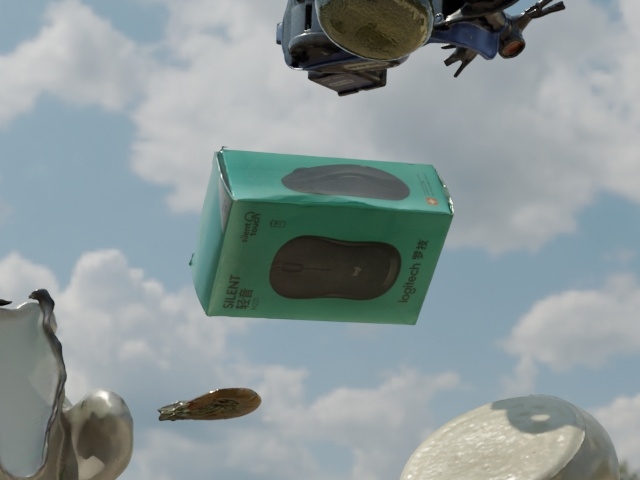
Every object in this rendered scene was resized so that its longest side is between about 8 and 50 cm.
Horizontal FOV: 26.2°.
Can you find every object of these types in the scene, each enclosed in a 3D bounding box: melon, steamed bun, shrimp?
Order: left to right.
[{"bbox_3d":[-0.115,0.168,1.425,0.108,0.023,0.059,-3,-31,-12],"label":"shrimp"},{"bbox_3d":[0.054,-0.226,1.344,0.131,0.098,0.098,19,-25,-33],"label":"melon"},{"bbox_3d":[0.199,0.270,1.401,0.232,0.232,0.145,-12,-67,35],"label":"steamed bun"}]

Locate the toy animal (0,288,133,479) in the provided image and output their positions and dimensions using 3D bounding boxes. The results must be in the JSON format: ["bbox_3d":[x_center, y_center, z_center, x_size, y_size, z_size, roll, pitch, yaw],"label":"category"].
[{"bbox_3d":[-0.311,0.161,1.311,0.249,0.174,0.289,45,-32,-4],"label":"toy animal"}]

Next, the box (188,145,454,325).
[{"bbox_3d":[0.000,0.000,1.823,0.311,0.118,0.205,4,-55,-17],"label":"box"}]

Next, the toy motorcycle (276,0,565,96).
[{"bbox_3d":[0.111,-0.261,1.619,0.359,0.125,0.213,-7,-14,39],"label":"toy motorcycle"}]
